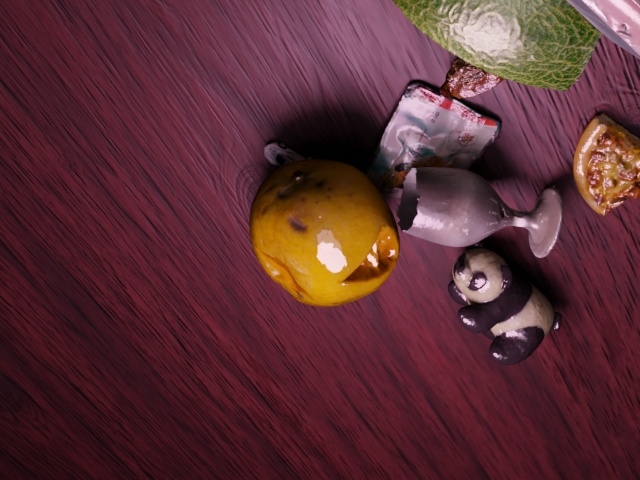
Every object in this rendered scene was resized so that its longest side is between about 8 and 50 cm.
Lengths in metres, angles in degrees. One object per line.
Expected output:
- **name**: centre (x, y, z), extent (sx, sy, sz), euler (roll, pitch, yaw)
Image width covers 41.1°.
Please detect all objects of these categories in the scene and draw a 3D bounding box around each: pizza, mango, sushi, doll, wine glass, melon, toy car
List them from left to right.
- **toy car**: centre (-0.053, -0.133, 1.431), extent (0.093, 0.025, 0.041), euler (25, 131, -8)
- **mango**: centre (0.000, 0.000, 1.408), extent (0.253, 0.182, 0.365), euler (41, 161, 8)
- **sushi**: centre (0.229, -0.251, 1.241), extent (0.120, 0.052, 0.055), euler (-20, 138, 31)
- **wine glass**: centre (0.248, -0.045, 1.337), extent (0.241, 0.126, 0.126), euler (8, 133, -8)
- **melon**: centre (0.214, -0.331, 1.125), extent (0.323, 0.124, 0.196), euler (17, 125, -2)
- **doll**: centre (0.307, 0.107, 1.484), extent (0.135, 0.143, 0.234), euler (-42, 111, 12)
- **pizza**: centre (0.454, -0.115, 1.302), extent (0.134, 0.046, 0.175), euler (-10, 127, 22)

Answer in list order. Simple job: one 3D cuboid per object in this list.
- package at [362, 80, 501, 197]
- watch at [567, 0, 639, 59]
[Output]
- **package**: centre (0.167, -0.131, 1.369), extent (0.166, 0.040, 0.232), euler (24, 130, -8)
- **watch**: centre (0.381, -0.331, 0.912), extent (0.162, 0.253, 0.241), euler (34, 110, -19)
